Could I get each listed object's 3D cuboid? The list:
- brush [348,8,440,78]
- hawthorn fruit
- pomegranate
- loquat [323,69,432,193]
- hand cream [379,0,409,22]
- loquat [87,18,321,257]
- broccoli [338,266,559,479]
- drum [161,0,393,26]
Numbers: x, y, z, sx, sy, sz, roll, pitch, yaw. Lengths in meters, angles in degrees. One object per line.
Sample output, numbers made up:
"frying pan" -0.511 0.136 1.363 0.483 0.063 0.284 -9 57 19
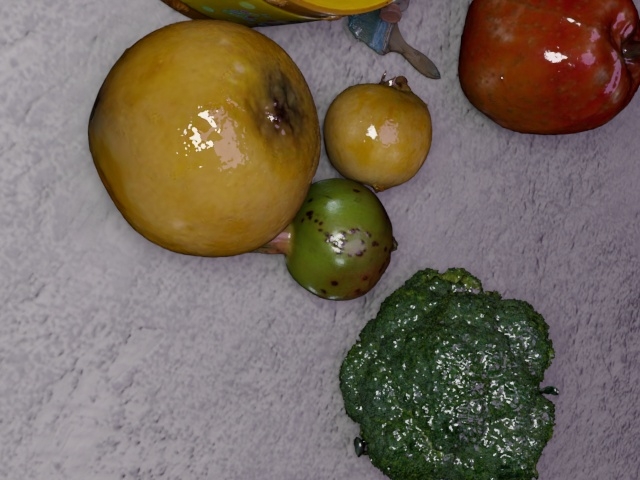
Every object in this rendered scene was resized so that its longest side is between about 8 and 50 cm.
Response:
"brush" 0.111 -0.276 1.483 0.196 0.021 0.070 29 70 -39
"hawthorn fruit" 0.357 -0.273 1.506 0.254 0.300 0.254 -6 99 -42
"pomegranate" 0.000 0.000 1.359 0.205 0.159 0.159 4 93 -13
"loquat" 0.076 -0.143 1.398 0.163 0.137 0.163 0 90 -24
"hand cream" 0.112 -0.398 1.452 0.067 0.043 0.209 27 66 -36
"loquat" -0.122 -0.111 1.165 0.263 0.263 0.263 -6 99 -39
"broccoli" 0.195 0.203 1.480 0.321 0.304 0.283 -64 158 -11
"drum" -0.046 -0.455 1.209 0.431 0.214 0.431 -5 98 -39
